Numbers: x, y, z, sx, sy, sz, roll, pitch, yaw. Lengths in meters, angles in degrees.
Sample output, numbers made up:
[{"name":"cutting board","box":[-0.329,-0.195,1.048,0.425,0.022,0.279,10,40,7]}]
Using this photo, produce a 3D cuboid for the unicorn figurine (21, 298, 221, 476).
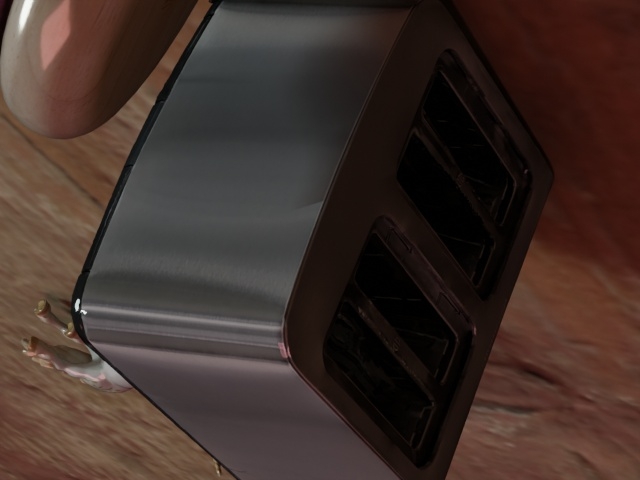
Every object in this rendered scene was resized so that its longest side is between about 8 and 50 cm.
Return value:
[{"name":"unicorn figurine","box":[-0.121,0.078,1.118,0.111,0.060,0.162,38,169,-26]}]

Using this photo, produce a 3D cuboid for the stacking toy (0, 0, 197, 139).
[{"name":"stacking toy","box":[-0.189,-0.169,0.595,0.330,0.141,0.141,29,156,2]}]

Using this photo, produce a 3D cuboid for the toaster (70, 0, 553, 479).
[{"name":"toaster","box":[0.000,0.000,0.701,0.110,0.168,0.185,4,149,35]}]
